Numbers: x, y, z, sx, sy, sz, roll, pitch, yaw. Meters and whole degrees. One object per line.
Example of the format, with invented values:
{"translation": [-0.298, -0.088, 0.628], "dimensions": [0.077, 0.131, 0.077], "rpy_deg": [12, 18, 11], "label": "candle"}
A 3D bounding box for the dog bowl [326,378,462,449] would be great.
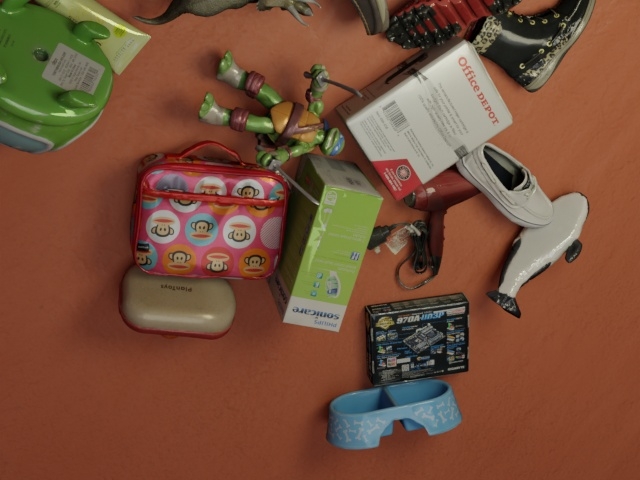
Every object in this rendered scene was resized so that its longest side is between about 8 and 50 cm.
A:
{"translation": [0.153, 0.365, 2.134], "dimensions": [0.297, 0.166, 0.074], "rpy_deg": [-11, 103, -8], "label": "dog bowl"}

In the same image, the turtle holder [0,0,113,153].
{"translation": [-0.522, -0.265, 1.670], "dimensions": [0.320, 0.243, 0.227], "rpy_deg": [0, 153, -34], "label": "turtle holder"}

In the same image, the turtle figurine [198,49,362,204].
{"translation": [-0.072, -0.233, 1.784], "dimensions": [0.266, 0.274, 0.197], "rpy_deg": [23, 111, -3], "label": "turtle figurine"}

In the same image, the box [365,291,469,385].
{"translation": [0.208, 0.211, 2.137], "dimensions": [0.220, 0.051, 0.175], "rpy_deg": [-8, 114, -9], "label": "box"}

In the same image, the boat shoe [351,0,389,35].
{"translation": [0.009, -0.517, 1.761], "dimensions": [0.130, 0.132, 0.355], "rpy_deg": [-25, 107, 9], "label": "boat shoe"}

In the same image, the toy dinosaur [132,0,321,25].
{"translation": [-0.169, -0.435, 1.724], "dimensions": [0.314, 0.160, 0.121], "rpy_deg": [-6, 113, -11], "label": "toy dinosaur"}

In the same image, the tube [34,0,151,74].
{"translation": [-0.417, -0.396, 1.744], "dimensions": [0.240, 0.070, 0.062], "rpy_deg": [38, 55, -28], "label": "tube"}

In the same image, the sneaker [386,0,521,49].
{"translation": [0.247, -0.448, 1.848], "dimensions": [0.276, 0.135, 0.097], "rpy_deg": [-22, 130, 23], "label": "sneaker"}

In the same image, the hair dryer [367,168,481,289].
{"translation": [0.229, -0.050, 2.036], "dimensions": [0.293, 0.080, 0.223], "rpy_deg": [-41, 136, 8], "label": "hair dryer"}

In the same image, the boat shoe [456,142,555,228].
{"translation": [0.383, -0.107, 1.979], "dimensions": [0.258, 0.084, 0.095], "rpy_deg": [30, 69, -24], "label": "boat shoe"}

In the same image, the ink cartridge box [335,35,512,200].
{"translation": [0.198, -0.239, 1.912], "dimensions": [0.273, 0.114, 0.197], "rpy_deg": [-33, 114, 3], "label": "ink cartridge box"}

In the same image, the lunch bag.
{"translation": [-0.210, -0.061, 1.901], "dimensions": [0.293, 0.120, 0.258], "rpy_deg": [3, 107, -15], "label": "lunch bag"}

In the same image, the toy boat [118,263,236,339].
{"translation": [-0.285, 0.139, 1.968], "dimensions": [0.231, 0.151, 0.151], "rpy_deg": [7, 141, -14], "label": "toy boat"}

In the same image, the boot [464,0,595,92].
{"translation": [0.400, -0.420, 1.898], "dimensions": [0.179, 0.085, 0.236], "rpy_deg": [26, 105, -18], "label": "boot"}

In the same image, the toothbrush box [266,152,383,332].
{"translation": [0.000, 0.000, 1.918], "dimensions": [0.122, 0.206, 0.283], "rpy_deg": [13, 108, -18], "label": "toothbrush box"}

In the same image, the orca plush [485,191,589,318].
{"translation": [0.469, 0.033, 2.091], "dimensions": [0.287, 0.151, 0.102], "rpy_deg": [-65, 152, -8], "label": "orca plush"}
